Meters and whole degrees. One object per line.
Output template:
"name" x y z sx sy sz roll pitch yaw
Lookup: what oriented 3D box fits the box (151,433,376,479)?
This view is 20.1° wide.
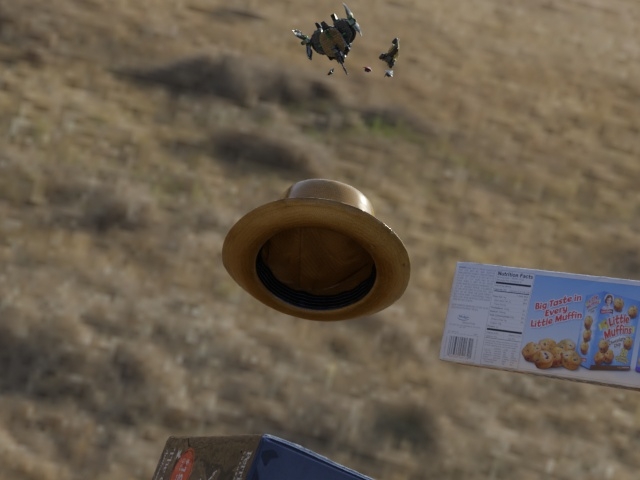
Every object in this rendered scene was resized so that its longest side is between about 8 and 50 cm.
"box" -0.095 0.387 1.866 0.179 0.343 0.312 25 -15 -19

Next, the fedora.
"fedora" 0.000 0.000 1.721 0.194 0.194 0.079 13 54 -3

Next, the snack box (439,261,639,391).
"snack box" 0.155 0.053 1.088 0.178 0.064 0.022 6 -9 37

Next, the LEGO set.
"LEGO set" 0.021 -0.148 1.363 0.083 0.054 0.023 33 20 5
